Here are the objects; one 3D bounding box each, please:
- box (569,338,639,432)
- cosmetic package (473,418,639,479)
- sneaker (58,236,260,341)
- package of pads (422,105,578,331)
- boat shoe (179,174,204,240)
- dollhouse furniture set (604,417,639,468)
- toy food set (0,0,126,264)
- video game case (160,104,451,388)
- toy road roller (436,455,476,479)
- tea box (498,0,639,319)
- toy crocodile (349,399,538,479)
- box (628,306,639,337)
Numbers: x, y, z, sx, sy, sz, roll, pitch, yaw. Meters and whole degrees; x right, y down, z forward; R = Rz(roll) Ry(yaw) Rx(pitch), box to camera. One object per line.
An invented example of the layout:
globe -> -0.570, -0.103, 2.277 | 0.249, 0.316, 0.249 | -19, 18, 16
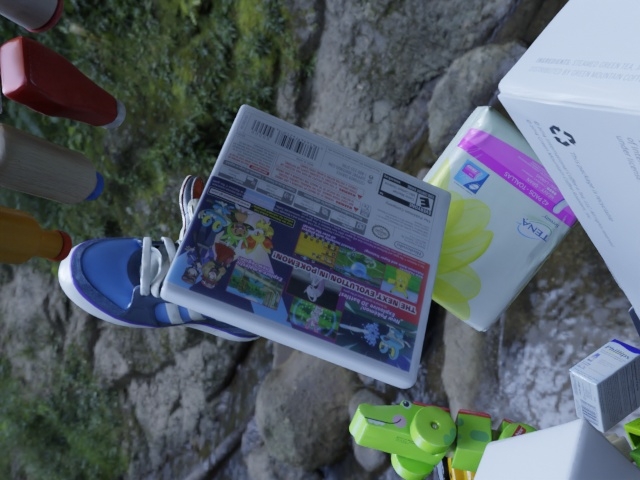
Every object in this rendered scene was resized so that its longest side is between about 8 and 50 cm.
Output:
box -> 0.586, 0.292, 1.287 | 0.072, 0.137, 0.126 | 29, 141, 60
cosmetic package -> 0.216, 0.427, 0.598 | 0.161, 0.230, 0.453 | -40, 8, 50
sneaker -> -0.139, 0.032, 0.821 | 0.236, 0.322, 0.130 | -35, 46, 42
package of pads -> 0.260, -0.028, 1.017 | 0.296, 0.229, 0.101 | -54, 6, 11
boat shoe -> -0.190, -0.038, 0.985 | 0.043, 0.049, 0.137 | -8, 72, 27
dollhouse furniture set -> 0.439, 0.417, 0.989 | 0.197, 0.301, 0.151 | 73, 173, -80
toy food set -> -0.217, -0.104, 0.465 | 0.111, 0.104, 0.232 | -18, 74, 19
video game case -> 0.000, 0.000, 0.512 | 0.023, 0.201, 0.183 | 127, 163, -58
toy road roller -> 0.381, 0.592, 1.413 | 0.240, 0.202, 0.330 | 85, 179, -68
tea box -> 0.349, -0.080, 0.393 | 0.323, 0.329, 0.220 | -47, 32, -6
toy crocodile -> 0.213, 0.296, 0.939 | 0.105, 0.340, 0.115 | -77, -2, -47
box -> 0.763, 0.214, 1.069 | 0.179, 0.312, 0.343 | 93, 171, -57
